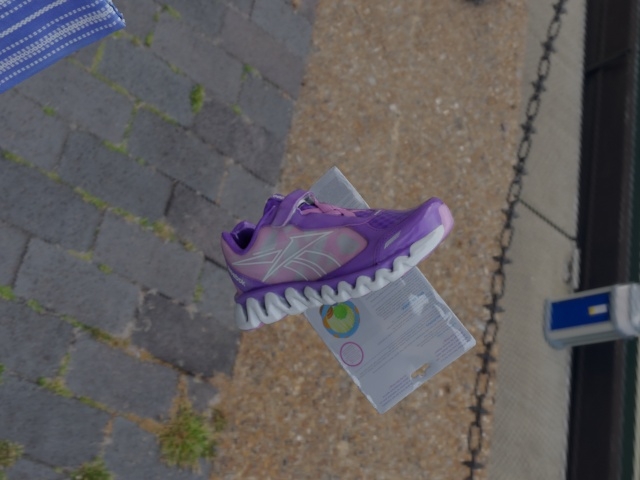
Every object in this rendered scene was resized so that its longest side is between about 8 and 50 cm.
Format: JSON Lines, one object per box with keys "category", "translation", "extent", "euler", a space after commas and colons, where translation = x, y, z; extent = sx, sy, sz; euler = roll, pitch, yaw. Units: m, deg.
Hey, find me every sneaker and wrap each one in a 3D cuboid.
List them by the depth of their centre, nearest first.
{"category": "sneaker", "translation": [0.000, 0.000, 0.718], "extent": [0.095, 0.236, 0.105], "euler": [-30, 98, -55]}

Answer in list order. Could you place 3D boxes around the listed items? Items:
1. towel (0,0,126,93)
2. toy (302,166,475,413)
{"category": "towel", "translation": [-0.405, -0.295, 0.906], "extent": [0.336, 0.243, 0.040], "euler": [49, 20, -51]}
{"category": "toy", "translation": [0.047, 0.051, 0.905], "extent": [0.237, 0.137, 0.056], "euler": [51, 22, 6]}
